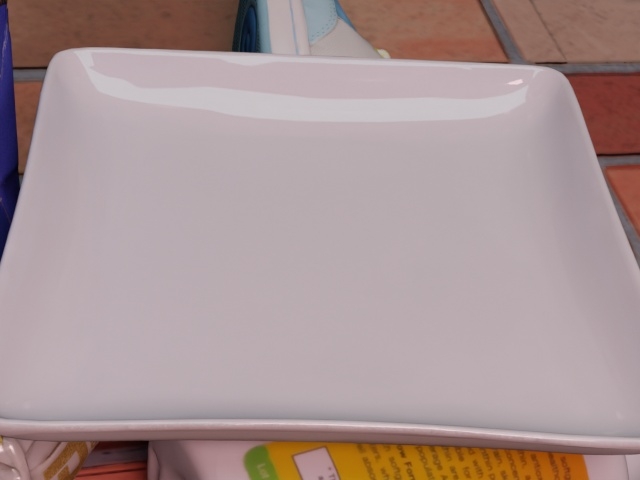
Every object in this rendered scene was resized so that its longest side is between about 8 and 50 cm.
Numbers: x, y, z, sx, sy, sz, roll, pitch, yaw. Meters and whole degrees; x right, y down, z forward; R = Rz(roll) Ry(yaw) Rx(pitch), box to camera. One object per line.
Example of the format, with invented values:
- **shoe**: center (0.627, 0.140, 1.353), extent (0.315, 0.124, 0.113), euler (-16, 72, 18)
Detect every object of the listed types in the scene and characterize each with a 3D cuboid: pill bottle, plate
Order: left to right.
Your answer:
- **plate**: center (0.000, 0.000, 0.582), extent (0.277, 0.045, 0.278), euler (1, 38, -4)
- **pill bottle**: center (0.055, 0.114, 0.592), extent (0.245, 0.136, 0.136), euler (-13, 52, -22)

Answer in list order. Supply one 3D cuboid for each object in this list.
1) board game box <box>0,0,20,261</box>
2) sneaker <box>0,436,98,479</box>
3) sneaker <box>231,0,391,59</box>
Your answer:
- **board game box**: center (-0.290, -0.024, 0.532), extent (0.291, 0.141, 0.232), euler (-2, 15, -5)
- **sneaker**: center (-0.142, 0.135, 0.546), extent (0.292, 0.108, 0.169), euler (38, 52, 22)
- **sneaker**: center (0.061, -0.047, 0.766), extent (0.208, 0.127, 0.319), euler (-3, 58, -16)
